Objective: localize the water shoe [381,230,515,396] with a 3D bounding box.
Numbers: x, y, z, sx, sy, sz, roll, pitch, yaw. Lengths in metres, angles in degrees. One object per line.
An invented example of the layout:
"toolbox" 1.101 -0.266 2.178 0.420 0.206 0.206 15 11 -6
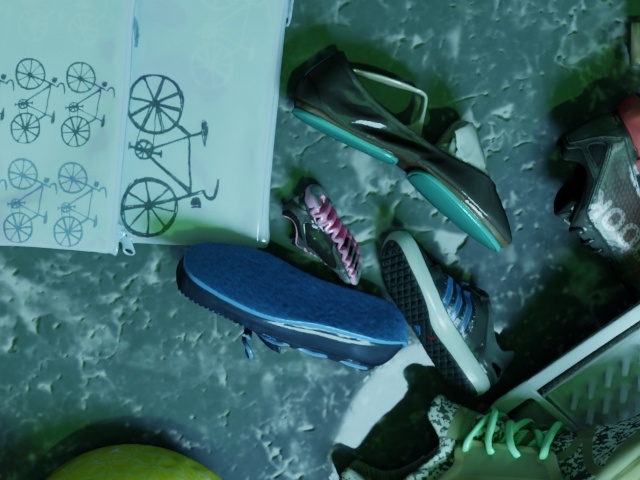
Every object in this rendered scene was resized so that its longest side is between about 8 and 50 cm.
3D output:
"water shoe" 0.135 0.068 1.948 0.080 0.073 0.203 -35 106 -26

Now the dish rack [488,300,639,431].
"dish rack" 0.374 0.187 1.940 0.285 0.072 0.333 44 122 -13

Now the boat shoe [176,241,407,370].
"boat shoe" -0.037 0.086 1.898 0.258 0.109 0.089 24 133 -13

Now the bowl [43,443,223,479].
"bowl" -0.205 0.369 1.878 0.289 0.156 0.290 1 99 7

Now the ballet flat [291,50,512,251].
"ballet flat" 0.103 -0.100 1.887 0.280 0.095 0.096 34 84 -13

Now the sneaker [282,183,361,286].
"sneaker" 0.000 0.000 1.923 0.057 0.047 0.119 -24 105 21

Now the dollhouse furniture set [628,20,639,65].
"dollhouse furniture set" 0.482 -0.283 1.851 0.303 0.174 0.356 -2 103 -7

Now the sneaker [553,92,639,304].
"sneaker" 0.320 -0.014 1.931 0.135 0.097 0.276 -15 109 5

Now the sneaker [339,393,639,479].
"sneaker" 0.184 0.235 1.902 0.410 0.158 0.182 -28 91 20

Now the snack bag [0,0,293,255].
"snack bag" -0.201 -0.140 1.864 0.342 0.037 0.323 4 101 -9
